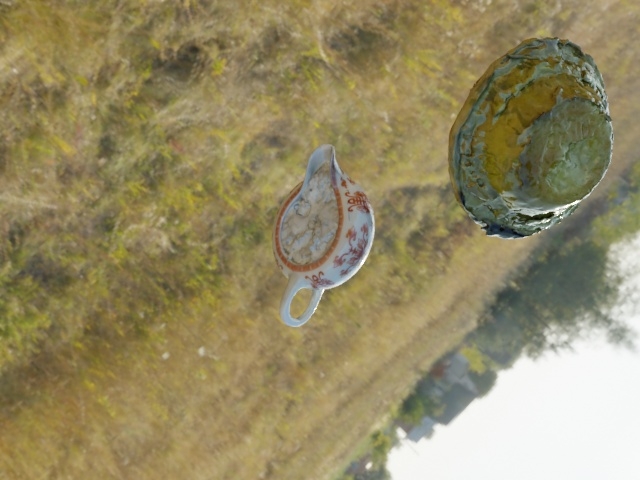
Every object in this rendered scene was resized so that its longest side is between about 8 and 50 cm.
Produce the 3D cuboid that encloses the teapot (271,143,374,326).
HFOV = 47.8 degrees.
[{"bbox_3d":[0.000,0.000,0.991,0.116,0.159,0.246,28,72,-59],"label":"teapot"}]

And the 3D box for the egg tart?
[{"bbox_3d":[0.316,-0.133,1.018,0.294,0.116,0.295,-10,114,-24],"label":"egg tart"}]
